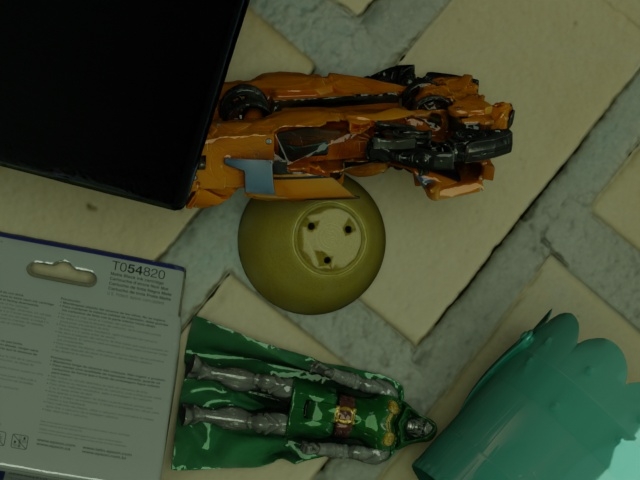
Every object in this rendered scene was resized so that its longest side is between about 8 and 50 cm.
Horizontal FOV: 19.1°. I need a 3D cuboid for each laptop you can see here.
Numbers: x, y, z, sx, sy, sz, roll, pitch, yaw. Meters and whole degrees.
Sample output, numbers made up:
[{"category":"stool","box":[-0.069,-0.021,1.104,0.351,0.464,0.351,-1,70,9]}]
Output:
[{"category":"laptop","box":[-0.277,-0.272,1.533,0.408,0.236,0.382,21,97,32]}]

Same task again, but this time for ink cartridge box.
[{"category":"ink cartridge box","box":[-0.235,0.107,1.634,0.223,0.045,0.224,12,58,-9]}]

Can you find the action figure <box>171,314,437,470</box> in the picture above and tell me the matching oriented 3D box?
[{"category":"action figure","box":[-0.008,0.150,1.688,0.232,0.063,0.137,9,84,-13]}]

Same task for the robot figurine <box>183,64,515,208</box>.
[{"category":"robot figurine","box":[0.022,-0.090,1.637,0.291,0.211,0.085,-2,114,-7]}]

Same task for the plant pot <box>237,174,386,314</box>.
[{"category":"plant pot","box":[0.000,0.000,1.671,0.134,0.095,0.134,0,90,-10]}]

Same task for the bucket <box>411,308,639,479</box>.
[{"category":"bucket","box":[0.223,0.218,1.624,0.183,0.281,0.281,-41,96,-7]}]
